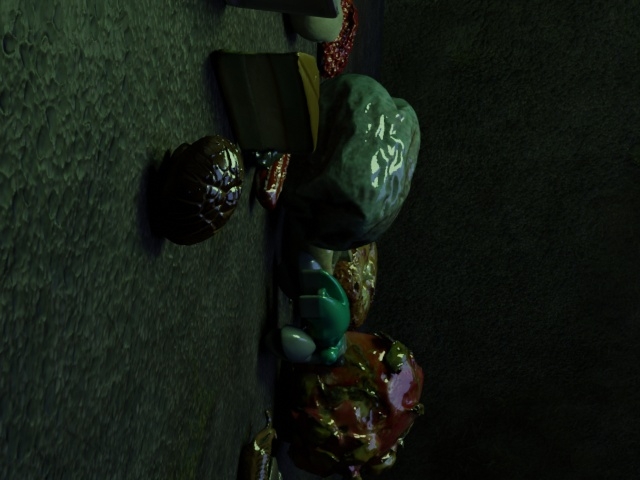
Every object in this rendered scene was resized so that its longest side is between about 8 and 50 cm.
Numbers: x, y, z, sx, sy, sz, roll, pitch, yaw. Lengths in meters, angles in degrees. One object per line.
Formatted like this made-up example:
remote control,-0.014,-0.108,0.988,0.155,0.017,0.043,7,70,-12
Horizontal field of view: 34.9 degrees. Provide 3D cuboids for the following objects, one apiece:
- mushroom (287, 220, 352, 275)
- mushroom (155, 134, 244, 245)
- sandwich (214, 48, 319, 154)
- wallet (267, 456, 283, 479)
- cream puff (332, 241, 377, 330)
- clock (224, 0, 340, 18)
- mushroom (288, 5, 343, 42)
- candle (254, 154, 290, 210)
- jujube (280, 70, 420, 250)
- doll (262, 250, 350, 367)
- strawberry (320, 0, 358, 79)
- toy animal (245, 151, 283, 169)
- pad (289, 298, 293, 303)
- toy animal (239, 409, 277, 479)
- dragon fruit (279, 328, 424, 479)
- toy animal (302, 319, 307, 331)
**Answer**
mushroom,0.000,0.000,1.960,0.166,0.127,0.166,3,90,-90
mushroom,-0.128,-0.053,1.088,0.126,0.085,0.109,103,-3,-45
sandwich,-0.069,-0.178,1.337,0.187,0.117,0.144,-52,143,-78
wallet,-0.096,0.476,1.875,0.152,0.039,0.118,85,15,-48
cream puff,0.039,0.072,2.155,0.240,0.164,0.240,3,90,-69
clock,-0.056,-0.334,1.212,0.197,0.150,0.063,50,49,-79
mushroom,-0.013,-0.401,1.746,0.212,0.088,0.097,38,48,-74
candle,-0.063,-0.179,1.670,0.051,0.048,0.329,40,41,-28
jujube,0.052,-0.130,1.787,0.215,0.247,0.308,35,72,-46
doll,-0.020,0.154,1.824,0.195,0.153,0.258,-83,165,-60
strawberry,0.040,-0.437,2.161,0.121,0.082,0.188,-67,158,-76
toy animal,-0.083,-0.138,1.530,0.135,0.047,0.065,-58,154,-75
pad,-0.044,0.059,2.121,0.193,0.004,0.116,-48,143,-78
toy animal,-0.105,0.399,1.681,0.099,0.057,0.241,65,32,-75
dragon fruit,0.057,0.358,2.030,0.314,0.296,0.262,69,29,-55
toy animal,-0.019,0.196,2.257,0.220,0.062,0.108,-77,-172,-52
